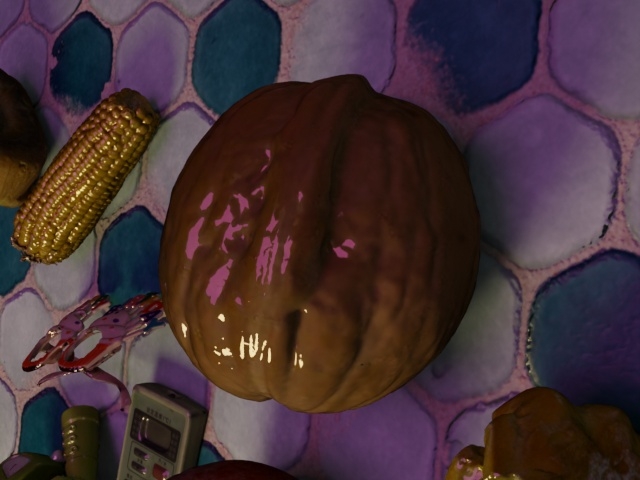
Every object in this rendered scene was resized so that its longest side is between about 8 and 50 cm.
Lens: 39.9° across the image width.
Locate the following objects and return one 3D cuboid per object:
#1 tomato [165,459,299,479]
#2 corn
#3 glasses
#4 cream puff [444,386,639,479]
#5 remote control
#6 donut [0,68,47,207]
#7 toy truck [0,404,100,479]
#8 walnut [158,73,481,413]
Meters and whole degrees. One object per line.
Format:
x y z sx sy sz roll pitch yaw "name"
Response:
-0.097 0.353 0.903 0.265 0.265 0.264 -5 83 40 "tomato"
-0.343 -0.082 1.262 0.318 0.115 0.115 -49 58 25 "corn"
-0.297 0.141 1.214 0.255 0.095 0.162 -3 43 42 "glasses"
0.197 0.236 0.746 0.195 0.195 0.221 -25 82 36 "cream puff"
-0.227 0.338 1.166 0.123 0.038 0.285 19 98 39 "remote control"
-0.543 -0.172 1.376 0.128 0.208 0.261 -44 64 27 "donut"
-0.365 0.355 1.217 0.210 0.148 0.187 -45 40 8 "toy truck"
0.000 0.000 0.854 0.333 0.333 0.332 -5 83 40 "walnut"
